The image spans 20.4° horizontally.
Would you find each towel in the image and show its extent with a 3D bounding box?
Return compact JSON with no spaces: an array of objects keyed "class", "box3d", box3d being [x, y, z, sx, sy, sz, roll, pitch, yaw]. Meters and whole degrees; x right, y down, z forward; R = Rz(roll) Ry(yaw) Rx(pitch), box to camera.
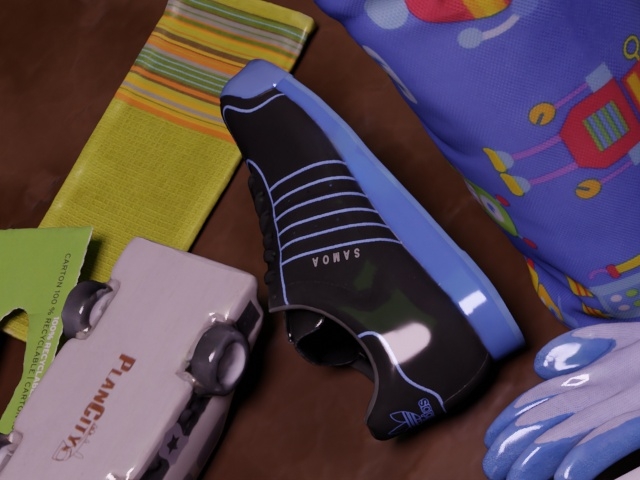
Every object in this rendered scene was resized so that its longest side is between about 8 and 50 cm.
[{"class":"towel","box3d":[-0.097,-0.041,1.006,0.102,0.021,0.237,19,73,34]}]

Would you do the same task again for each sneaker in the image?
[{"class":"sneaker","box3d":[0.000,0.000,0.897,0.090,0.081,0.232,-38,54,-6]}]

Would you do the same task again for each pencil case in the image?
[{"class":"pencil case","box3d":[0.088,-0.077,0.764,0.119,0.306,0.133,-45,42,-4]}]

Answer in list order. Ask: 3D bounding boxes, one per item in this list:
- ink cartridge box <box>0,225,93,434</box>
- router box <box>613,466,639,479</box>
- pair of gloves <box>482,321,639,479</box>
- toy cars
[{"class":"ink cartridge box","box3d":[-0.271,0.053,0.977,0.255,0.097,0.189,-1,63,33]},{"class":"router box","box3d":[0.175,0.185,0.617,0.335,0.082,0.301,-28,27,5]},{"class":"pair of gloves","box3d":[0.150,0.072,0.716,0.159,0.023,0.198,-32,27,-4]},{"class":"toy cars","box3d":[-0.080,0.181,0.838,0.176,0.087,0.394,-19,53,9]}]
